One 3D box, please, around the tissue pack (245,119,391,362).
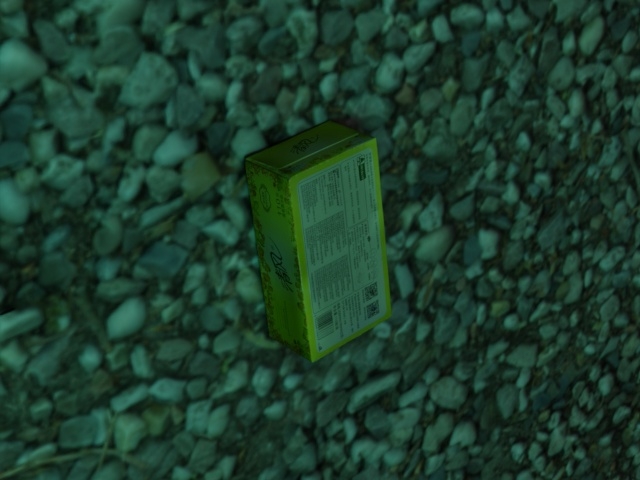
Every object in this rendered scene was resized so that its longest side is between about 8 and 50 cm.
[{"bbox_3d":[0.000,0.000,1.052,0.095,0.062,0.176,-28,125,-31],"label":"tissue pack"}]
